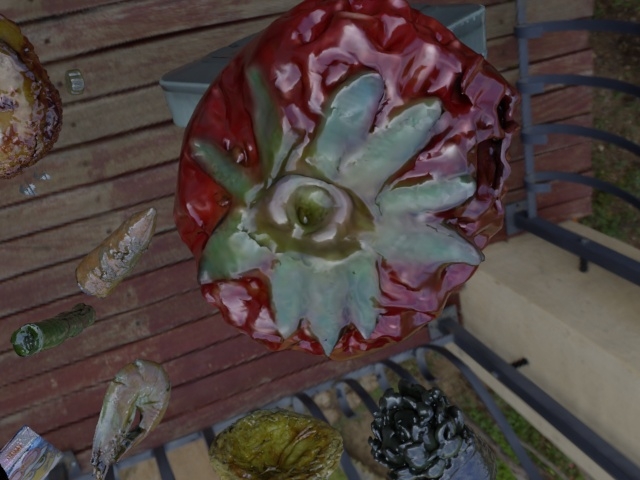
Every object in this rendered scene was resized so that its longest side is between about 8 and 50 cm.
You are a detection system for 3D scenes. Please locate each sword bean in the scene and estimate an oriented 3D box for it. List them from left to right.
[{"bbox_3d":[-0.304,0.101,0.820,0.043,0.269,0.038,9,88,-7],"label":"sword bean"}]

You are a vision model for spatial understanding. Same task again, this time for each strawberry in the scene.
[{"bbox_3d":[0.023,-0.081,0.655,0.296,0.345,0.317,1,116,2],"label":"strawberry"}]

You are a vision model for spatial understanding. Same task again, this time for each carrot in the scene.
[{"bbox_3d":[-0.401,0.012,1.400,0.102,0.101,0.263,29,125,-28],"label":"carrot"}]

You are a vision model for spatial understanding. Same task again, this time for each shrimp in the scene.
[{"bbox_3d":[-0.399,0.375,1.426,0.145,0.061,0.267,32,75,-40],"label":"shrimp"}]

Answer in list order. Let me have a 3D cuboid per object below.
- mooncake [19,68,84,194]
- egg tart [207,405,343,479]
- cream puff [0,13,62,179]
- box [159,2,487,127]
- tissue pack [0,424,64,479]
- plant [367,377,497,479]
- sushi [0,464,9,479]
[{"bbox_3d":[-0.600,-0.238,1.559,0.057,0.150,0.346,6,117,-40],"label":"mooncake"},{"bbox_3d":[-0.076,0.381,1.198,0.232,0.252,0.098,2,107,4],"label":"egg tart"},{"bbox_3d":[-0.470,-0.195,0.928,0.240,0.164,0.239,-1,118,-2],"label":"cream puff"},{"bbox_3d":[0.004,-0.272,1.071,0.397,0.396,0.111,-37,125,-37],"label":"box"},{"bbox_3d":[-0.657,0.495,1.549,0.115,0.065,0.155,-53,161,-26],"label":"tissue pack"},{"bbox_3d":[0.104,0.191,0.646,0.092,0.094,0.143,-42,128,6],"label":"plant"},{"bbox_3d":[-0.447,0.216,0.555,0.328,0.328,0.285,-17,161,-36],"label":"sushi"}]
